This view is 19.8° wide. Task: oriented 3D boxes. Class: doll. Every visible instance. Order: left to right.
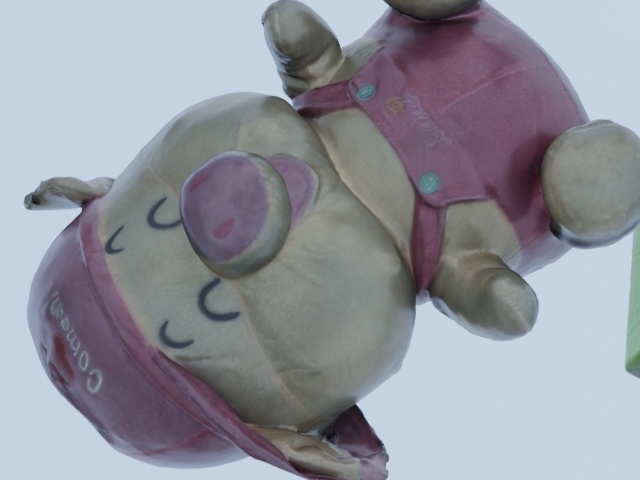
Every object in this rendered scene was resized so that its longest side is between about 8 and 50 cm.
[{"bbox_3d":[-0.002,-0.002,0.770,0.256,0.152,0.196,-34,-139,-2],"label":"doll"}]

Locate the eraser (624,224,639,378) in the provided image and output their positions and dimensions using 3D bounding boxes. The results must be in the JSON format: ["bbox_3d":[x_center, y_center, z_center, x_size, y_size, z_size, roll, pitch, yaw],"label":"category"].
[{"bbox_3d":[0.312,-0.023,1.294,0.092,0.210,0.274,35,-146,-9],"label":"eraser"}]
